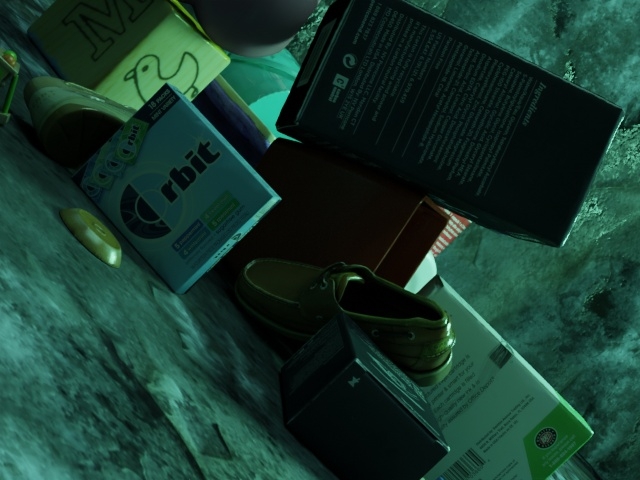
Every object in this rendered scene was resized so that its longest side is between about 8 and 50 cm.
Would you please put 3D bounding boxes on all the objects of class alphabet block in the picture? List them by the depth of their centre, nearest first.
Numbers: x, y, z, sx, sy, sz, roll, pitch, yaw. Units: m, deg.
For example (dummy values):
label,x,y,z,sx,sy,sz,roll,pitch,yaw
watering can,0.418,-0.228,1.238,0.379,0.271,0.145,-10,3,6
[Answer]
label,x,y,z,sx,sy,sz,roll,pitch,yaw
alphabet block,-0.295,-0.301,2.039,0.193,0.197,0.192,49,7,30

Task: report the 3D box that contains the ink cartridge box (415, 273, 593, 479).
label,x,y,z,sx,sy,sz,roll,pitch,yaw
ink cartridge box,0.186,0.219,1.786,0.289,0.211,0.121,45,6,-5

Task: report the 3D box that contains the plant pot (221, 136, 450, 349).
label,x,y,z,sx,sy,sz,roll,pitch,yaw
plant pot,0.000,0.000,1.886,0.236,0.267,0.267,34,3,14

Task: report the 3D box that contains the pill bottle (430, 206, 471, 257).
label,x,y,z,sx,sy,sz,roll,pitch,yaw
pill bottle,0.161,-0.063,2.591,0.229,0.408,0.229,46,6,-6

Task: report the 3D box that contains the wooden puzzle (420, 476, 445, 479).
label,x,y,z,sx,sy,sz,roll,pitch,yaw
wooden puzzle,0.208,0.388,1.420,0.322,0.080,0.348,45,6,-8

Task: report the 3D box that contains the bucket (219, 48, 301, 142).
label,x,y,z,sx,sy,sz,roll,pitch,yaw
bucket,-0.121,-0.240,2.598,0.281,0.281,0.183,40,12,-47

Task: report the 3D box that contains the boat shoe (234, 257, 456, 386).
label,x,y,z,sx,sy,sz,roll,pitch,yaw
boat shoe,0.030,0.072,1.654,0.307,0.111,0.104,19,-43,21

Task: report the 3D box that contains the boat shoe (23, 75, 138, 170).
label,x,y,z,sx,sy,sz,roll,pitch,yaw
boat shoe,-0.241,-0.116,1.613,0.098,0.109,0.302,51,13,34

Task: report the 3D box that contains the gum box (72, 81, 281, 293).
label,x,y,z,sx,sy,sz,roll,pitch,yaw
gum box,-0.164,-0.059,1.495,0.184,0.157,0.041,47,6,12

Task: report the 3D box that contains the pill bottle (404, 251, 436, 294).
label,x,y,z,sx,sy,sz,roll,pitch,yaw
pill bottle,0.036,-0.009,2.345,0.204,0.204,0.361,41,8,-42

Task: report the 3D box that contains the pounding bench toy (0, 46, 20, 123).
label,x,y,z,sx,sy,sz,roll,pitch,yaw
pounding bench toy,-0.349,-0.174,1.423,0.083,0.065,0.052,44,6,-20

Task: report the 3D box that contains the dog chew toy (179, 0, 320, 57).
label,x,y,z,sx,sy,sz,roll,pitch,yaw
dog chew toy,-0.159,-0.424,1.967,0.332,0.206,0.206,37,7,-9

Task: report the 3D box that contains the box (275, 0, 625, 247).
label,x,y,z,sx,sy,sz,roll,pitch,yaw
box,0.165,-0.169,1.840,0.395,0.212,0.293,24,0,-8

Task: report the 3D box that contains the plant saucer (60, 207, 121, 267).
label,x,y,z,sx,sy,sz,roll,pitch,yaw
plant saucer,-0.231,-0.007,1.355,0.083,0.015,0.083,45,6,-6

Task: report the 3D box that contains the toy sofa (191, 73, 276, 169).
label,x,y,z,sx,sy,sz,roll,pitch,yaw
toy sofa,-0.199,-0.203,2.262,0.362,0.150,0.177,49,2,24

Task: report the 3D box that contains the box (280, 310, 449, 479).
label,x,y,z,sx,sy,sz,roll,pitch,yaw
box,0.045,0.189,1.500,0.153,0.108,0.207,45,6,-10
